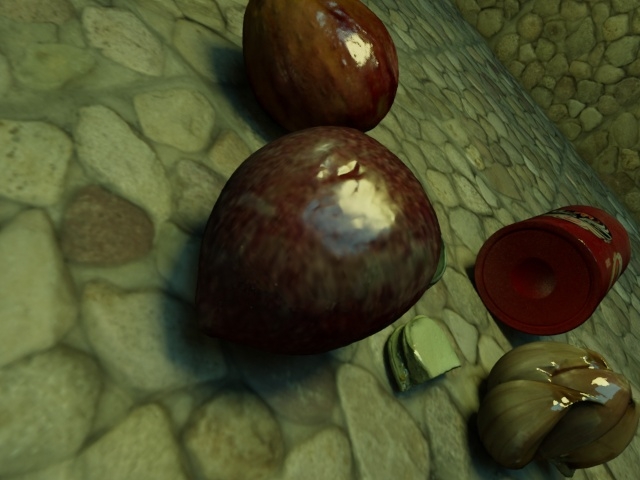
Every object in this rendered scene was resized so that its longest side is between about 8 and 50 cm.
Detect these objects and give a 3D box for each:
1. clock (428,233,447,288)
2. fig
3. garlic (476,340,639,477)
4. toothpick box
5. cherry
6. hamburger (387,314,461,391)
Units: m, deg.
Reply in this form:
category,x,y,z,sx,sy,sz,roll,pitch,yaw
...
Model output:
category,x,y,z,sx,sy,sz,roll,pitch,yaw
clock,0.111,-0.017,0.649,0.226,0.049,0.225,22,48,-27
fig,-0.003,-0.273,0.626,0.263,0.224,0.224,42,41,-3
garlic,0.314,0.222,0.574,0.214,0.191,0.160,17,24,-18
toothpick box,0.470,0.042,0.807,0.334,0.204,0.204,-11,68,-45
cherry,0.000,0.000,0.426,0.300,0.203,0.230,-38,90,-35
hamburger,0.137,0.145,0.550,0.121,0.054,0.084,3,55,-44
